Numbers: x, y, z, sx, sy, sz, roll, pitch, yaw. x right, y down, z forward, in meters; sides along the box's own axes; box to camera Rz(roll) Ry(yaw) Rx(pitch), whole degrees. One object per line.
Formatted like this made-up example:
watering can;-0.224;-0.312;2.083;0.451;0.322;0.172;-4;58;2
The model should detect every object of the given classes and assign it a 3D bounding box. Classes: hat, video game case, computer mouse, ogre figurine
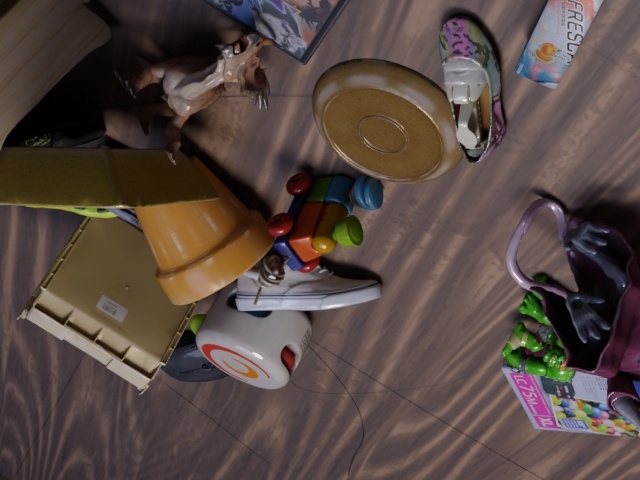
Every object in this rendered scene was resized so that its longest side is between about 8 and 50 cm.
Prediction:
hat;-0.513;-0.198;1.858;0.331;0.331;0.133;-12;92;42
video game case;-0.069;-0.371;1.480;0.248;0.035;0.275;31;145;-8
computer mouse;-0.252;0.238;2.368;0.272;0.072;0.188;-9;134;40
ogre figurine;0.366;0.152;1.842;0.118;0.097;0.197;27;115;20

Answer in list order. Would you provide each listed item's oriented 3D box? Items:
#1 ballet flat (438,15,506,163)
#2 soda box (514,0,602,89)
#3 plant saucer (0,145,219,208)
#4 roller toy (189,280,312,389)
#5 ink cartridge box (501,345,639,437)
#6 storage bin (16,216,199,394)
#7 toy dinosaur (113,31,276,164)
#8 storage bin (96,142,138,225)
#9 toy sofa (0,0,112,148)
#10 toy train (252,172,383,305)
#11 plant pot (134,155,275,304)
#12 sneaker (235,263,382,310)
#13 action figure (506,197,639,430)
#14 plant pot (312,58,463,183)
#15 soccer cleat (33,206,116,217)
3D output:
ballet flat;0.196;-0.186;1.514;0.077;0.079;0.221;8;141;26
soda box;0.290;-0.265;1.364;0.058;0.063;0.183;24;146;5
plant saucer;-0.356;-0.096;1.670;0.333;0.333;0.080;2;95;17
roller toy;-0.116;0.170;2.125;0.209;0.146;0.191;37;155;-20
ink cartridge box;0.478;0.254;1.931;0.311;0.065;0.185;-3;137;33
storage bin;-0.373;0.109;2.115;0.262;0.260;0.123;34;141;-11
toy dinosaur;-0.172;-0.227;1.657;0.127;0.200;0.296;64;169;-24
storage bin;-0.346;-0.100;1.952;0.135;0.091;0.098;27;169;-3
toy sofa;-0.471;-0.244;1.622;0.150;0.362;0.177;-15;123;44
toy train;0.000;0.000;1.742;0.143;0.248;0.105;-9;132;34
plant pot;-0.209;-0.028;1.901;0.205;0.205;0.188;-17;112;45
sneaker;-0.025;0.071;1.984;0.258;0.091;0.094;-3;-178;10
action figure;0.427;0.143;1.681;0.276;0.248;0.370;30;174;42
plant pot;0.093;-0.159;1.659;0.236;0.032;0.236;18;145;13
soccer cleat;-0.462;-0.095;2.077;0.289;0.093;0.121;9;173;16
